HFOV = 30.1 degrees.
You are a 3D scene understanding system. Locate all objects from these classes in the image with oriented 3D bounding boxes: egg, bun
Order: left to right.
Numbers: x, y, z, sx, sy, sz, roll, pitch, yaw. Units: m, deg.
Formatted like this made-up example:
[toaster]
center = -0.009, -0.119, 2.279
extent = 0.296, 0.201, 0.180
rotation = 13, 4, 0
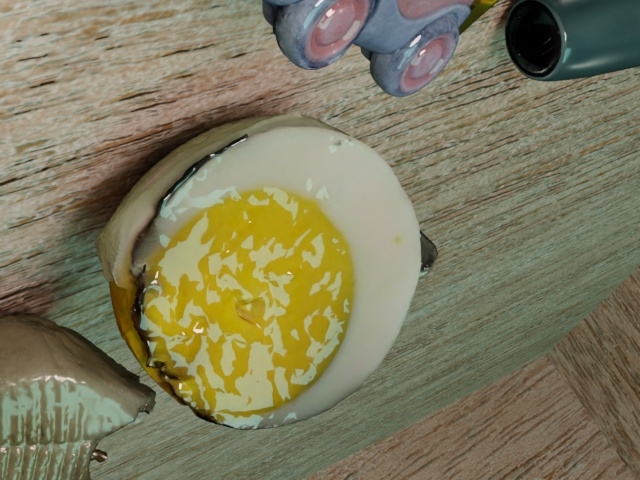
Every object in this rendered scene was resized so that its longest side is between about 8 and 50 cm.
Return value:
[bun]
center = -0.331, 0.193, 1.242
extent = 0.282, 0.205, 0.281
rotation = -11, 118, -20
[egg]
center = -0.076, 0.009, 1.195
extent = 0.337, 0.201, 0.337
rotation = -16, 122, -27

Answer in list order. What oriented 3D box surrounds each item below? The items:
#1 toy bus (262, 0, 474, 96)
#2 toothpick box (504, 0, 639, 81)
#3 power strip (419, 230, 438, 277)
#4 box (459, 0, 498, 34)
[toy bus]
center = 0.027, -0.250, 0.784
extent = 0.232, 0.197, 0.294
rotation = -51, 156, 17
[toothpick box]
center = 0.302, -0.243, 1.344
extent = 0.184, 0.120, 0.120
rotation = -18, 156, -32
[power strip]
center = 0.000, 0.000, 1.352
extent = 0.198, 0.213, 0.064
rotation = -32, 134, -8
[box]
center = 0.137, -0.265, 1.154
extent = 0.121, 0.030, 0.193
rotation = -40, 160, 19
